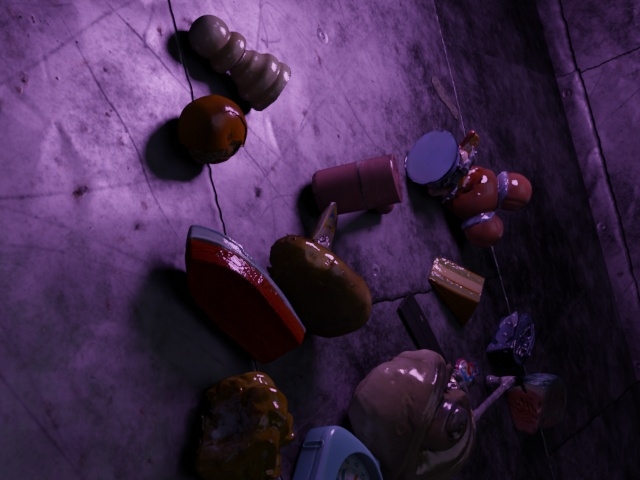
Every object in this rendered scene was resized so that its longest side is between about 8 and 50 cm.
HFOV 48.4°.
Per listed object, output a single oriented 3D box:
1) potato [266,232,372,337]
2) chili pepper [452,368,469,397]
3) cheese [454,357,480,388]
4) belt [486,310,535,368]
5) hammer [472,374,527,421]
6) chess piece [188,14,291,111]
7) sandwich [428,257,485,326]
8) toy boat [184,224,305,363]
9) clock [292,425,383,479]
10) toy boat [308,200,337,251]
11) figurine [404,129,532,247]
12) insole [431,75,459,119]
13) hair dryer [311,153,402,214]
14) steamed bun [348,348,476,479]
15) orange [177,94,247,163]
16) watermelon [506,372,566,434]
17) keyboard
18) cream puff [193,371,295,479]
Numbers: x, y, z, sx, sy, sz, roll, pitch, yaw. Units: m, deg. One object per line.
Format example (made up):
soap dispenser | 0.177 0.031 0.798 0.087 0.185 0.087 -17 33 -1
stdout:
potato | -0.009 0.107 1.604 0.296 0.191 0.141 51 29 -25
chili pepper | 0.410 0.436 2.113 0.041 0.050 0.153 -42 119 -48
cheese | 0.451 0.405 2.187 0.145 0.038 0.095 -5 80 -51
belt | 0.661 0.338 2.400 0.122 0.128 0.218 57 41 -21
hammer | 0.470 0.512 2.131 0.426 0.152 0.044 -27 102 -41
chess piece | -0.198 -0.420 1.642 0.243 0.133 0.133 35 51 -30
sandwich | 0.411 0.161 2.254 0.187 0.144 0.117 26 48 0
toy boat | -0.166 0.099 1.464 0.332 0.145 0.133 51 19 -28
clock | 0.050 0.565 1.586 0.274 0.094 0.224 49 44 -31
toy boat | 0.000 0.000 1.727 0.084 0.066 0.210 29 75 -38
figurine | 0.477 -0.178 2.286 0.388 0.277 0.248 33 8 -45
insole | 0.450 -0.514 2.567 0.193 0.006 0.065 48 43 -29
hair dryer | 0.123 -0.115 1.900 0.352 0.210 0.126 34 46 -71
steamed bun | 0.258 0.434 1.767 0.339 0.247 0.352 -35 100 -53
orange | -0.233 -0.237 1.518 0.156 0.134 0.157 -27 136 -30
watermelon | 0.731 0.563 2.435 0.318 0.148 0.226 51 59 -46
keyboard | 0.281 0.237 2.050 0.103 0.041 0.381 -46 119 -50
cream puff | -0.129 0.371 1.376 0.194 0.194 0.221 34 56 -39
